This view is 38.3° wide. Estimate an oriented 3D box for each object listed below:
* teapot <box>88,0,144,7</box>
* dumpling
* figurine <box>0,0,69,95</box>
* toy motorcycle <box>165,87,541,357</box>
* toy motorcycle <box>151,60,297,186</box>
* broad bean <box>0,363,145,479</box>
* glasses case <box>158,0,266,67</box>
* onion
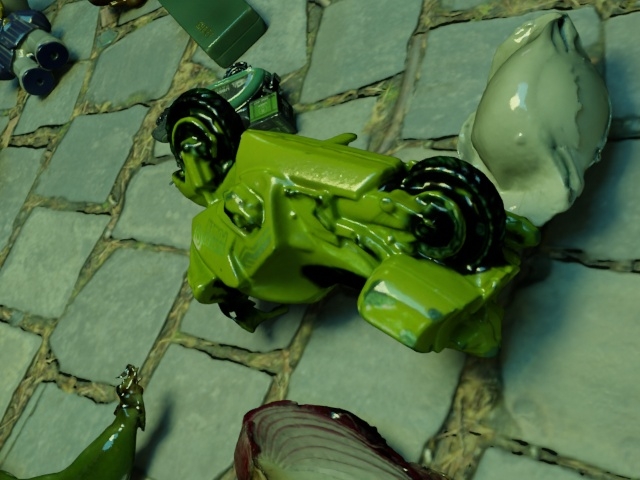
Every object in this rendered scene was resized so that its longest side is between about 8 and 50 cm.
[{"bbox_3d":[-0.264,-0.363,1.268,0.129,0.078,0.098,-36,4,-9],"label":"teapot"},{"bbox_3d":[0.168,-0.094,0.751,0.127,0.108,0.188,-20,61,57],"label":"dumpling"},{"bbox_3d":[-0.456,-0.313,1.336,0.274,0.133,0.194,12,92,34],"label":"figurine"},{"bbox_3d":[-0.001,0.001,0.759,0.342,0.206,0.142,19,41,32],"label":"toy motorcycle"},{"bbox_3d":[-0.112,-0.130,1.004,0.173,0.058,0.100,-20,56,21],"label":"toy motorcycle"},{"bbox_3d":[-0.283,0.210,0.872,0.292,0.049,0.144,-13,78,19],"label":"broad bean"},{"bbox_3d":[-0.138,-0.285,1.140,0.078,0.039,0.184,-43,45,3],"label":"glasses case"},{"bbox_3d":[0.018,0.206,0.655,0.206,0.151,0.098,49,128,56],"label":"onion"}]
